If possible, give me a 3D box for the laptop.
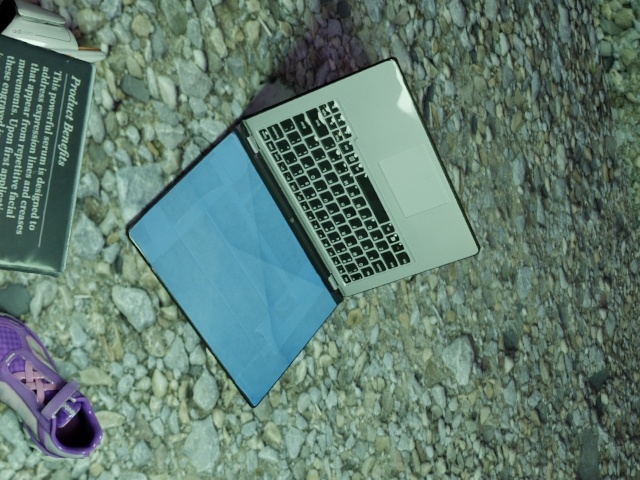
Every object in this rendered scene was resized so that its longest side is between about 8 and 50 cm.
[{"bbox_3d":[0.000,0.000,1.265,0.236,0.407,0.382,-83,149,-54],"label":"laptop"}]

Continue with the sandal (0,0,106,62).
[{"bbox_3d":[-0.371,-0.247,0.956,0.265,0.102,0.076,-5,100,-43],"label":"sandal"}]

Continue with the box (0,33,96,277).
[{"bbox_3d":[-0.459,-0.103,0.743,0.395,0.293,0.212,12,85,-45],"label":"box"}]

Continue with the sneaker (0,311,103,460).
[{"bbox_3d":[-0.345,0.185,1.015,0.095,0.104,0.236,-46,122,-31],"label":"sneaker"}]
